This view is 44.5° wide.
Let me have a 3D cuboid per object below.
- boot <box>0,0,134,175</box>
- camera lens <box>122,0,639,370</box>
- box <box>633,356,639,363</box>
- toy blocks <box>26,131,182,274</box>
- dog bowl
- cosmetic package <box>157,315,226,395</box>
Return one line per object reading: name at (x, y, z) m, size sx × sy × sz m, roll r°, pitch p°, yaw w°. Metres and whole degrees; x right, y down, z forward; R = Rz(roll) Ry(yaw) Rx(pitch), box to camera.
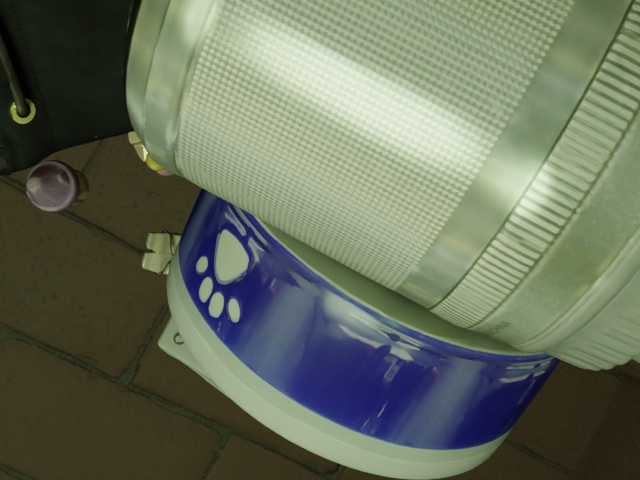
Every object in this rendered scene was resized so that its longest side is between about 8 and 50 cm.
boot at (-0.159, -0.214, 0.450) m, size 0.284 × 0.377 × 0.138 m, roll -16°, pitch -153°, yaw -34°
camera lens at (0.059, -0.086, 0.395) m, size 0.274 × 0.219 × 0.219 m, roll 29°, pitch 178°, yaw 2°
box at (0.267, 0.007, 0.445) m, size 0.119 × 0.182 × 0.181 m, roll 31°, pitch 177°, yaw -3°
toy blocks at (-0.160, -0.115, 0.702) m, size 0.289 × 0.309 × 0.260 m, roll 15°, pitch -177°, yaw 5°
dog bowl at (0.036, 0.025, 0.538) m, size 0.265 × 0.104 × 0.265 m, roll 21°, pitch -153°, yaw -12°
cosmetic package at (0.000, 0.000, 0.929) m, size 0.156 × 0.385 × 0.217 m, roll 28°, pitch -179°, yaw 25°
